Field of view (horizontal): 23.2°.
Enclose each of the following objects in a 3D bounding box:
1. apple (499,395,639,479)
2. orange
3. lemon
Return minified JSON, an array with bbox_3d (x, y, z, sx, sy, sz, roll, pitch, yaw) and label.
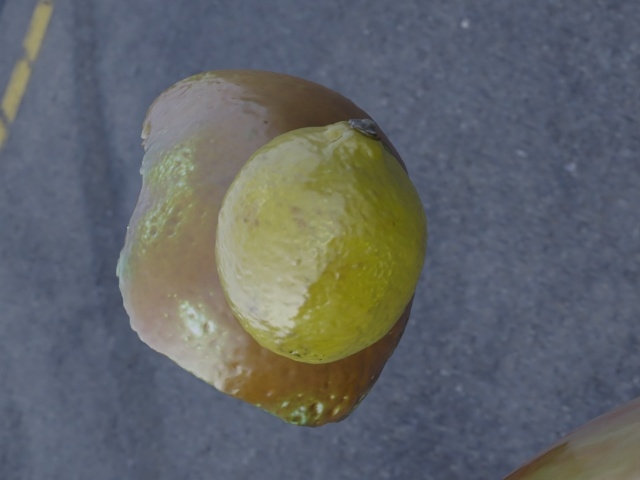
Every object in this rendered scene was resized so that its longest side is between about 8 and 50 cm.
[{"bbox_3d":[0.194,0.224,0.528,0.346,0.391,0.391,-20,57,36],"label":"apple"},{"bbox_3d":[-0.035,-0.010,1.308,0.196,0.262,0.334,-41,29,47],"label":"orange"},{"bbox_3d":[0.000,0.000,0.789,0.133,0.109,0.109,-67,30,21],"label":"lemon"}]
